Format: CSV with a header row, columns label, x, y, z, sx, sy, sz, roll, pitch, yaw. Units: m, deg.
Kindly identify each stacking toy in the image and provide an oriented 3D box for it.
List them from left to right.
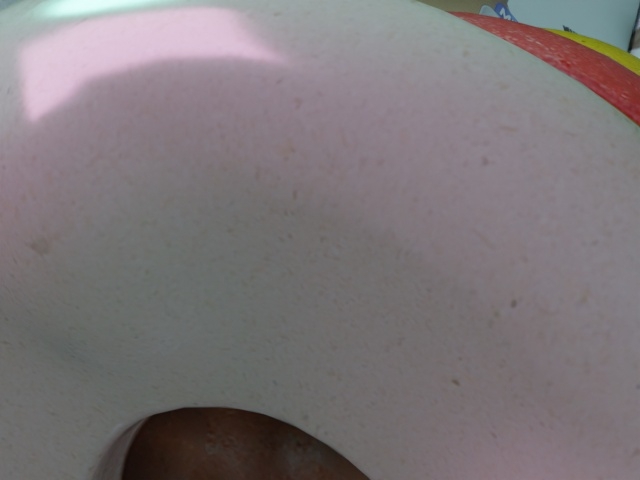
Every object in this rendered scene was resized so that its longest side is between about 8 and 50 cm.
label,x,y,z,sx,sy,sz,roll,pitch,yaw
stacking toy,0.072,0.021,0.607,0.351,0.350,0.480,-32,5,35

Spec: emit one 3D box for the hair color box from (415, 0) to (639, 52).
label,x,y,z,sx,sy,sz,roll,pitch,yaw
hair color box,0.089,-0.122,0.963,0.110,0.185,0.339,-32,22,36
